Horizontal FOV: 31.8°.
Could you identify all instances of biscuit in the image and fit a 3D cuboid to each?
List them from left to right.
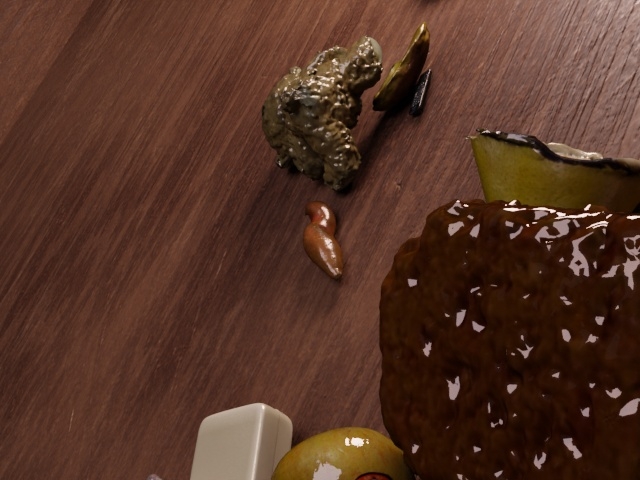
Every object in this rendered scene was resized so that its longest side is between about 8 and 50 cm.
[{"bbox_3d":[0.234,0.124,1.214,0.395,0.166,0.343,3,90,51],"label":"biscuit"}]

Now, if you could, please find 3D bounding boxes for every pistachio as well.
[{"bbox_3d":[0.147,-0.288,1.916,0.173,0.049,0.089,-57,8,6],"label":"pistachio"}]

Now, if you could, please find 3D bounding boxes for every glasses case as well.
[{"bbox_3d":[-0.119,0.380,1.520,0.131,0.070,0.313,-20,48,35],"label":"glasses case"}]

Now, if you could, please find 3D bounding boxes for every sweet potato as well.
[{"bbox_3d":[0.001,-0.002,1.804,0.055,0.058,0.202,-55,29,29],"label":"sweet potato"}]

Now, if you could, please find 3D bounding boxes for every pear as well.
[{"bbox_3d":[0.295,-0.039,1.420,0.267,0.267,0.178,19,103,54],"label":"pear"}]

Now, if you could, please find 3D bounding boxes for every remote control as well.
[{"bbox_3d":[0.171,-0.248,1.893,0.034,0.016,0.091,-33,33,52],"label":"remote control"}]

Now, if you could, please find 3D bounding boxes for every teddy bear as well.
[{"bbox_3d":[-0.014,-0.219,1.949,0.256,0.156,0.267,171,112,-72],"label":"teddy bear"}]

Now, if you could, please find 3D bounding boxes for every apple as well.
[{"bbox_3d":[0.031,0.313,1.353,0.182,0.182,0.155,-33,52,22],"label":"apple"}]

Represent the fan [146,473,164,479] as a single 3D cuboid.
[{"bbox_3d":[-0.174,0.383,1.647,0.282,0.023,0.057,0,63,47],"label":"fan"}]
